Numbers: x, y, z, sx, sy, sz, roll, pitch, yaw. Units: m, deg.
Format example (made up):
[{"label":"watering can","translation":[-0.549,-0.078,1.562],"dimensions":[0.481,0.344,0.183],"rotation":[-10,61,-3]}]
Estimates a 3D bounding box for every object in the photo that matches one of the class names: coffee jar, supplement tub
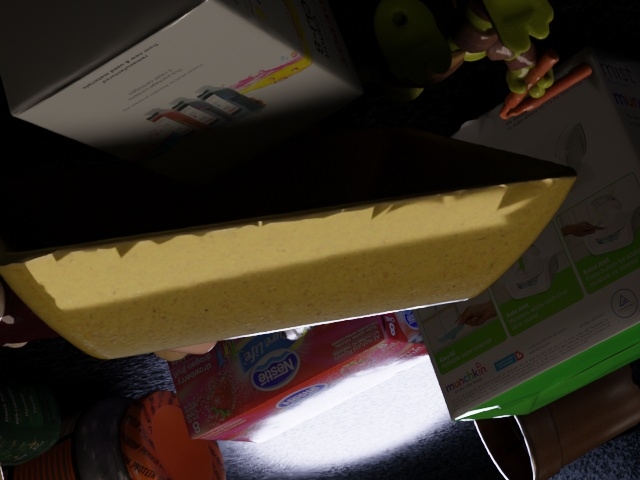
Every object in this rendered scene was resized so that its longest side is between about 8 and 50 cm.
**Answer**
[{"label":"coffee jar","translation":[-0.354,0.181,1.352],"dimensions":[0.096,0.079,0.184],"rotation":[-29,159,25]},{"label":"supplement tub","translation":[-0.278,0.304,1.569],"dimensions":[0.316,0.193,0.194],"rotation":[-28,158,23]}]

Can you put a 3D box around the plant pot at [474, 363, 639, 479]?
[{"label":"plant pot","translation":[0.286,0.198,1.633],"dimensions":[0.165,0.167,0.167],"rotation":[-21,160,-14]}]

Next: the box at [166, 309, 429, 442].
[{"label":"box","translation":[-0.021,0.107,1.400],"dimensions":[0.257,0.122,0.128],"rotation":[-30,157,26]}]

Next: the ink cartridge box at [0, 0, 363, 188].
[{"label":"ink cartridge box","translation":[-0.082,-0.126,0.749],"dimensions":[0.127,0.128,0.176],"rotation":[-27,159,20]}]

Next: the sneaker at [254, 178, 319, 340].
[{"label":"sneaker","translation":[0.000,0.000,1.180],"dimensions":[0.121,0.111,0.300],"rotation":[-21,162,-7]}]

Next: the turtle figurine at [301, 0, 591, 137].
[{"label":"turtle figurine","translation":[0.082,-0.133,0.925],"dimensions":[0.270,0.087,0.217],"rotation":[-5,177,-10]}]

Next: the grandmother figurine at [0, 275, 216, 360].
[{"label":"grandmother figurine","translation":[-0.211,0.049,1.127],"dimensions":[0.208,0.104,0.342],"rotation":[-42,154,28]}]

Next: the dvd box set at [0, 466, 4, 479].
[{"label":"dvd box set","translation":[-0.360,0.084,0.805],"dimensions":[0.308,0.062,0.420],"rotation":[-14,124,-16]}]

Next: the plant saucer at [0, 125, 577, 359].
[{"label":"plant saucer","translation":[-0.048,-0.005,0.880],"dimensions":[0.333,0.081,0.333],"rotation":[-9,-168,-14]}]

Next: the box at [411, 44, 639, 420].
[{"label":"box","translation":[0.200,0.000,1.173],"dimensions":[0.127,0.231,0.262],"rotation":[5,148,-47]}]
